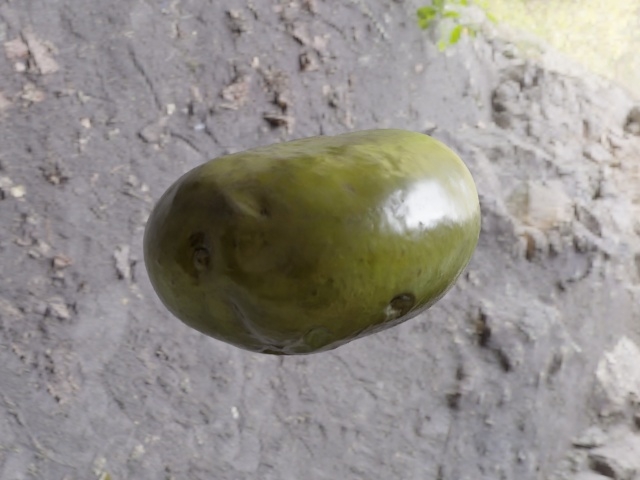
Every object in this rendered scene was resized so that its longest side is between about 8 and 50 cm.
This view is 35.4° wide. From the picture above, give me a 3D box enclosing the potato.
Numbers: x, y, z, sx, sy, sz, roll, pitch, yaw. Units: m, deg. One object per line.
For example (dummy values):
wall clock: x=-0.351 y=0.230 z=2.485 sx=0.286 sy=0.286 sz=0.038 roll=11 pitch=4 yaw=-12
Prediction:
potato: x=-0.001 y=-0.001 z=0.698 sx=0.228 sy=0.197 sz=0.148 roll=-31 pitch=135 yaw=-58
